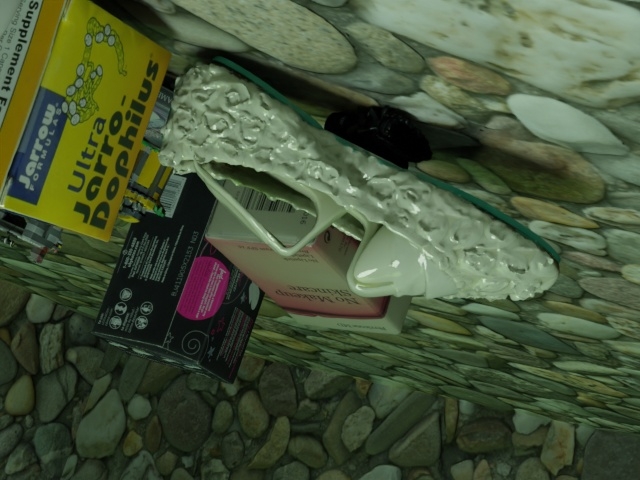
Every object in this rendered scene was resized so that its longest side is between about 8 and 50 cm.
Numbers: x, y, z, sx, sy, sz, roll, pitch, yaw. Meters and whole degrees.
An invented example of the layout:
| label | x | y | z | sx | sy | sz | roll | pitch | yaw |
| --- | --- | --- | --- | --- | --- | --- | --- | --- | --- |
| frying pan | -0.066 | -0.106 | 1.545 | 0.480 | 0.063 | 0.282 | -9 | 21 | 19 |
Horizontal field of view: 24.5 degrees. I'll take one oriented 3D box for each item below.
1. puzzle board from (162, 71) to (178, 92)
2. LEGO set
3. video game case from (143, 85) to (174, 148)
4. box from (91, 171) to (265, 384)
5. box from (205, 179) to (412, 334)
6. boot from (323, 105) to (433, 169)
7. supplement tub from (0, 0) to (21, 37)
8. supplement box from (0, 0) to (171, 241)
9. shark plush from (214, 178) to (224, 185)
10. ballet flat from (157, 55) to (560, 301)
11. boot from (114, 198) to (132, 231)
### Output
| label | x | y | z | sx | sy | sz | roll | pitch | yaw |
| --- | --- | --- | --- | --- | --- | --- | --- | --- | --- |
| puzzle board | -0.157 | -0.158 | 1.561 | 0.128 | 0.011 | 0.096 | 20 | 169 | -11 |
| LEGO set | -0.350 | -0.076 | 1.679 | 0.331 | 0.192 | 0.255 | 23 | 174 | 14 |
| video game case | -0.208 | -0.151 | 1.575 | 0.274 | 0.026 | 0.196 | 29 | 168 | -27 |
| box | -0.164 | 0.040 | 1.905 | 0.163 | 0.247 | 0.142 | 14 | 167 | 21 |
| box | 0.000 | 0.000 | 1.673 | 0.149 | 0.126 | 0.232 | 4 | 154 | 32 |
| boot | 0.070 | -0.091 | 1.444 | 0.121 | 0.045 | 0.099 | 35 | 164 | -37 |
| supplement tub | -0.371 | -0.237 | 0.956 | 0.235 | 0.235 | 0.325 | 6 | 163 | 47 |
| supplement box | -0.353 | -0.148 | 1.345 | 0.357 | 0.194 | 0.195 | 18 | 178 | 22 |
| shark plush | -0.098 | -0.085 | 1.789 | 0.067 | 0.073 | 0.161 | 51 | 172 | -34 |
| ballet flat | 0.023 | -0.025 | 1.407 | 0.409 | 0.147 | 0.147 | 30 | 169 | 5 |
| boot | -0.248 | -0.023 | 2.171 | 0.165 | 0.077 | 0.213 | 21 | 163 | -15 |
